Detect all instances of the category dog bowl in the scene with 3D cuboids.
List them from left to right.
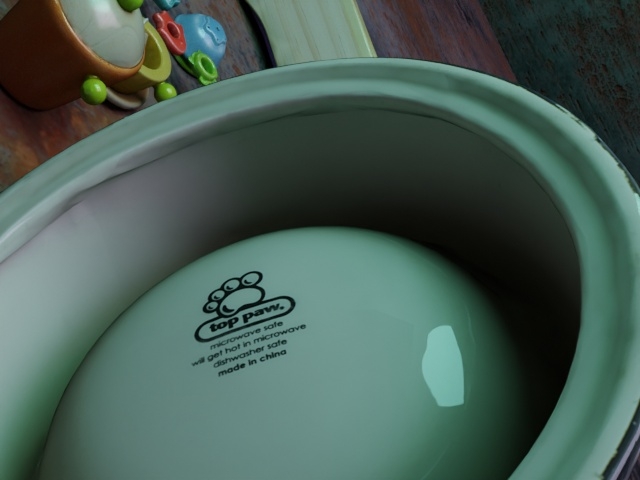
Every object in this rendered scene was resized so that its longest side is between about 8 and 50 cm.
[{"bbox_3d":[-0.031,0.076,0.461,0.408,0.408,0.150,-84,159,-47],"label":"dog bowl"}]

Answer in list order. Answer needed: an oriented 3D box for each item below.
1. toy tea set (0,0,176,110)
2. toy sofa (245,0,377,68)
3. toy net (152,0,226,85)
[{"bbox_3d":[-0.211,-0.254,0.683,0.336,0.124,0.200,61,26,-10],"label":"toy tea set"},{"bbox_3d":[0.034,-0.190,1.110,0.150,0.177,0.362,65,6,-78],"label":"toy sofa"},{"bbox_3d":[-0.174,-0.247,0.847,0.232,0.045,0.122,49,31,-27],"label":"toy net"}]
